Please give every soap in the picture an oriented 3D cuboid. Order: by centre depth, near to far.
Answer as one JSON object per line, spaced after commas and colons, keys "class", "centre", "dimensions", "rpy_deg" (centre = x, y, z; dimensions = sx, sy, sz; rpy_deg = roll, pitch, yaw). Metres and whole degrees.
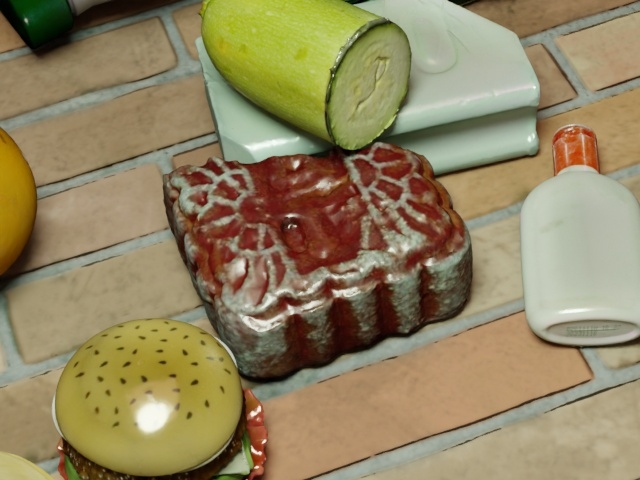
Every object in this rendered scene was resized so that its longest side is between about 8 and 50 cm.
{"class": "soap", "centre": [0.042, -0.136, 1.401], "dimensions": [0.290, 0.095, 0.172], "rpy_deg": [-12, 50, -5]}

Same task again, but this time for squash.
{"class": "squash", "centre": [-0.027, -0.163, 1.295], "dimensions": [0.187, 0.123, 0.123], "rpy_deg": [26, 57, 26]}

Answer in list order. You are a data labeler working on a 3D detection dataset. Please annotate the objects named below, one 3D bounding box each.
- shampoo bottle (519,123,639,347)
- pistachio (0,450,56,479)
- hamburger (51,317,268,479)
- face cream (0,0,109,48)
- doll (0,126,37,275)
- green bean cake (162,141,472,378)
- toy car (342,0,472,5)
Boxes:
{"class": "shampoo bottle", "centre": [0.226, -0.009, 1.303], "dimensions": [0.108, 0.051, 0.220], "rpy_deg": [-2, 50, 7]}
{"class": "pistachio", "centre": [-0.255, 0.220, 1.106], "dimensions": [0.201, 0.117, 0.145], "rpy_deg": [5, 71, 13]}
{"class": "hamburger", "centre": [-0.126, 0.135, 1.160], "dimensions": [0.175, 0.137, 0.175], "rpy_deg": [-2, 46, 2]}
{"class": "face cream", "centre": [-0.190, -0.366, 1.516], "dimensions": [0.357, 0.219, 0.312], "rpy_deg": [-32, 21, -10]}
{"class": "doll", "centre": [-0.363, -0.017, 1.299], "dimensions": [0.213, 0.213, 0.236], "rpy_deg": [40, 106, 32]}
{"class": "green bean cake", "centre": [0.000, 0.000, 1.287], "dimensions": [0.233, 0.097, 0.198], "rpy_deg": [-17, 50, -8]}
{"class": "toy car", "centre": [0.085, -0.289, 1.501], "dimensions": [0.306, 0.125, 0.136], "rpy_deg": [-15, 59, -16]}
